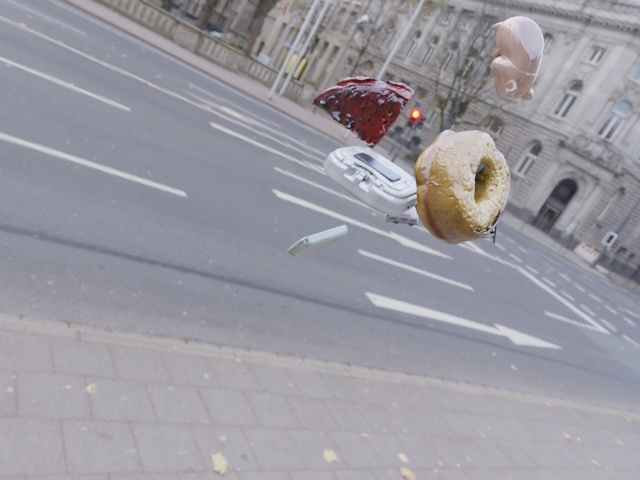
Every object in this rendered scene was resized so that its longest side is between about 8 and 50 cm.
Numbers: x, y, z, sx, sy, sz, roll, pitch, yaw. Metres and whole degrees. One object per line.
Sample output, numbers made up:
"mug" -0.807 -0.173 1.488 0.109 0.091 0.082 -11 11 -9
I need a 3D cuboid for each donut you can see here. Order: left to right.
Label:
"donut" 0.387 -0.147 1.435 0.299 0.317 0.150 11 -11 -42

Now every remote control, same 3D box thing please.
"remote control" -0.001 0.000 1.704 0.038 0.090 0.309 59 30 7

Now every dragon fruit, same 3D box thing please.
"dragon fruit" 0.167 -0.488 1.843 0.286 0.228 0.329 35 21 9

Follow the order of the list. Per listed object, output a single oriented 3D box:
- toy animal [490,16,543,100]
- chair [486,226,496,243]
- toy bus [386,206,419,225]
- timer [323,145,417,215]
"toy animal" 0.621 -0.575 1.673 0.166 0.250 0.154 -5 10 -28
"chair" 0.693 -0.069 2.331 0.158 0.247 0.172 5 36 17
"toy bus" 0.305 -0.097 1.963 0.123 0.060 0.075 8 -17 12
"timer" 0.150 -0.175 1.482 0.262 0.087 0.237 37 26 17
